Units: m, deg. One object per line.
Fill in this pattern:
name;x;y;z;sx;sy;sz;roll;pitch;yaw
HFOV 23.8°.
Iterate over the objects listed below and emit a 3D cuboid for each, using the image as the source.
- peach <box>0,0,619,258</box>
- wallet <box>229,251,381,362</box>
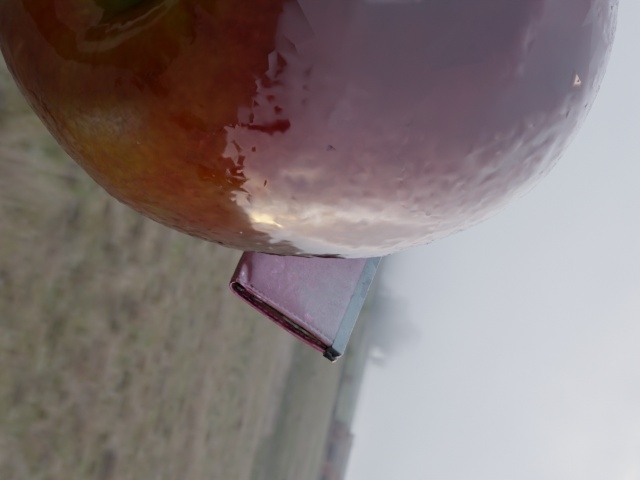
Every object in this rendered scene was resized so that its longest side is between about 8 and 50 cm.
peach;0.006;-0.161;0.968;0.310;0.406;0.335;141;-50;-64
wallet;0.000;0.000;1.404;0.025;0.119;0.232;-46;-167;41
